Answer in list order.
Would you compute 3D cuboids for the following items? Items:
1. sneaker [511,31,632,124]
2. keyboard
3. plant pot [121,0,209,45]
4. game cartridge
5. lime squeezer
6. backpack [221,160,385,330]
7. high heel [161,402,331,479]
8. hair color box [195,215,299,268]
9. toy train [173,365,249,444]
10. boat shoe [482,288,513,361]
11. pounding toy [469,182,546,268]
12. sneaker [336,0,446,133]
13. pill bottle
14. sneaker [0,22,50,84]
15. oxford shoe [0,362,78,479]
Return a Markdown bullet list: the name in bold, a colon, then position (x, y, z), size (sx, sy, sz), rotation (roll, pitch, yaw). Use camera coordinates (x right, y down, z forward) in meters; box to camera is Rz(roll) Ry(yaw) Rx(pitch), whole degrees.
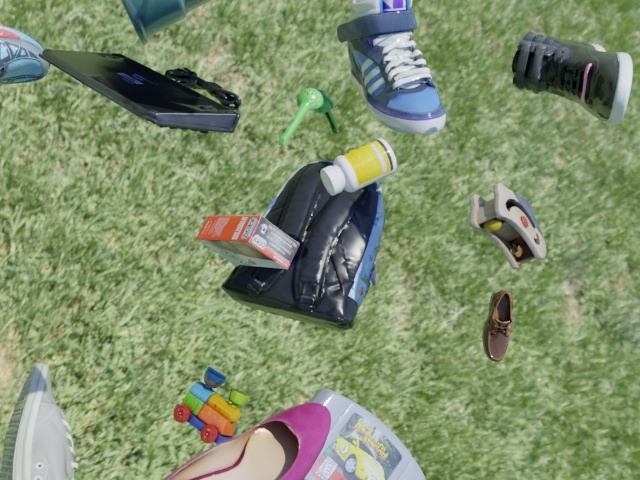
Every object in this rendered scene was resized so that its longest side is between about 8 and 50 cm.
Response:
- **sneaker**: position (0.368, -0.245, 1.145), size (0.146, 0.105, 0.296), rotation (7, 23, 3)
- **keyboard**: position (-0.206, -0.190, 0.961), size (0.201, 0.033, 0.317), rotation (-7, 28, -40)
- **plant pot**: position (-0.197, -0.533, 1.209), size (0.334, 0.341, 0.341), rotation (-23, 78, -6)
- **game cartridge**: position (0.067, 0.448, 1.532), size (0.294, 0.060, 0.196), rotation (43, 61, -5)
- **lime squeezer**: position (-0.007, -0.274, 1.640), size (0.310, 0.058, 0.110), rotation (-29, 115, -66)
- **backpack**: position (0.000, 0.000, 1.612), size (0.290, 0.273, 0.356), rotation (12, 76, 19)
- **high heel**: position (-0.108, 0.348, 1.218), size (0.127, 0.181, 0.377), rotation (36, 50, 23)
- **hair color box**: position (-0.125, 0.002, 1.280), size (0.093, 0.167, 0.053), rotation (37, 68, -33)
- **toy train**: position (-0.209, 0.408, 1.758), size (0.248, 0.105, 0.143), rotation (29, 85, 26)
- **boat shoe**: position (0.432, 0.205, 1.842), size (0.064, 0.060, 0.178), rotation (9, 84, 2)
- **pounding toy**: position (0.421, -0.012, 1.782), size (0.269, 0.154, 0.154), rotation (23, 51, -44)
- **sneaker**: position (0.144, -0.373, 1.476), size (0.130, 0.236, 0.323), rotation (-14, 40, -17)
- **pill bottle**: position (0.061, -0.118, 1.251), size (0.116, 0.065, 0.065), rotation (-26, 81, -15)
- **sneaker**: position (-0.506, -0.227, 1.061), size (0.261, 0.104, 0.125), rotation (-8, 61, -33)
- **oxford shoe**: position (-0.540, 0.420, 1.474), size (0.130, 0.169, 0.449), rotation (14, 28, -27)
